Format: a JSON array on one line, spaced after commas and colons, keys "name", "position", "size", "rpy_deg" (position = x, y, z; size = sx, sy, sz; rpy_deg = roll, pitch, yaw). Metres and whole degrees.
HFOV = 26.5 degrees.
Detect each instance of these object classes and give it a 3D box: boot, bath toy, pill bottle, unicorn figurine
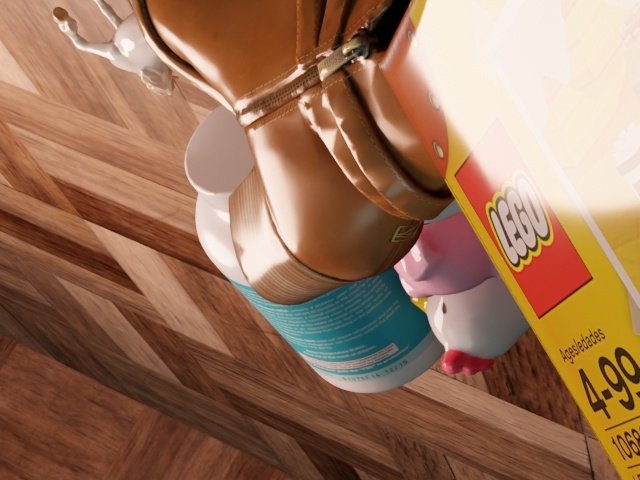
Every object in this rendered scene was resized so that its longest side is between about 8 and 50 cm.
[{"name": "boot", "position": [-0.007, -0.120, 0.683], "size": [0.109, 0.284, 0.220], "rpy_deg": [-4, 162, -26]}, {"name": "bath toy", "position": [0.101, -0.011, 0.899], "size": [0.151, 0.129, 0.348], "rpy_deg": [24, 162, 17]}, {"name": "pill bottle", "position": [0.000, 0.000, 1.051], "size": [0.146, 0.146, 0.264], "rpy_deg": [16, 157, 37]}, {"name": "unicorn figurine", "position": [-0.133, -0.153, 0.989], "size": [0.111, 0.060, 0.162], "rpy_deg": [38, 161, -19]}]

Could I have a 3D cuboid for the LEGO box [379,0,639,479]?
[{"name": "LEGO box", "position": [0.226, -0.025, 0.318], "size": [0.373, 0.193, 0.500], "rpy_deg": [60, 165, 10]}]
